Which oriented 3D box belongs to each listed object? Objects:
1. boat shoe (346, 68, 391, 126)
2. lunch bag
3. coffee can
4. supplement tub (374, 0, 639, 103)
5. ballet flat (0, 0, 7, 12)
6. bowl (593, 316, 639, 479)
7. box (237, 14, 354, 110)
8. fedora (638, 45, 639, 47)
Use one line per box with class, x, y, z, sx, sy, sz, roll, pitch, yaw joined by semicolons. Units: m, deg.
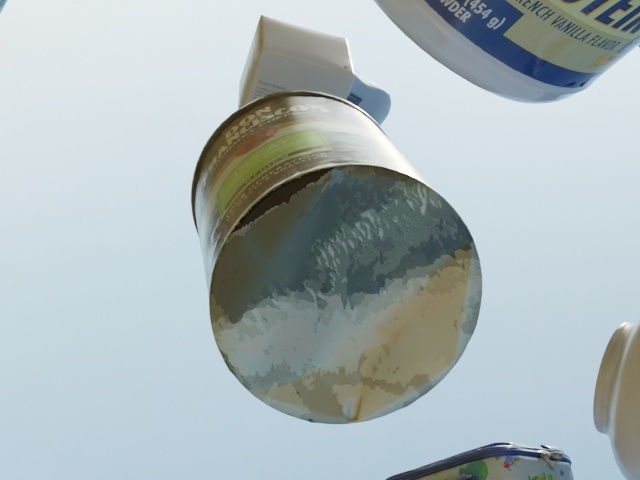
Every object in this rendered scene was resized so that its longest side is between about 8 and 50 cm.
boat shoe;0.023;-0.197;1.454;0.080;0.228;0.076;-47;-112;12
lunch bag;0.198;0.318;1.386;0.219;0.176;0.090;-30;-123;41
coffee can;0.000;0.000;0.918;0.201;0.201;0.275;-45;-161;7
supplement tub;0.176;-0.254;0.639;0.316;0.228;0.228;-42;-155;38
ballet flat;-0.203;-0.156;0.513;0.147;0.147;0.409;8;-112;59
bowl;0.419;0.182;1.346;0.134;0.298;0.298;12;-120;31
box;-0.028;-0.167;1.155;0.102;0.101;0.087;-96;-157;-56
fedora;0.441;-0.289;1.026;0.334;0.152;0.334;-28;-127;45
